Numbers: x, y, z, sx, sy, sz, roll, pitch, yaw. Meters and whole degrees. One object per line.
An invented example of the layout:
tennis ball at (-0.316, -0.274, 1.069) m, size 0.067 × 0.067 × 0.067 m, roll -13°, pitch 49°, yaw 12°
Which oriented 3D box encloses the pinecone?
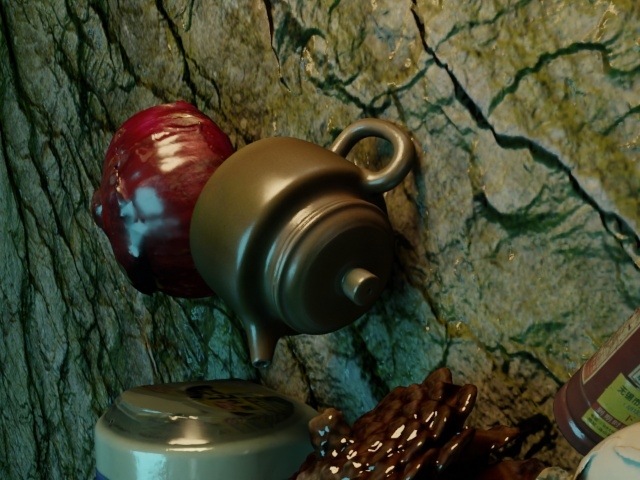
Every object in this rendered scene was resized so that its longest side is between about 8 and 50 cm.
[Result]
pinecone at (0.081, 0.270, 0.816) m, size 0.242 × 0.298 × 0.295 m, roll -8°, pitch 100°, yaw 17°

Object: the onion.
onion at (-0.180, -0.043, 1.204) m, size 0.246 × 0.190 × 0.246 m, roll 172°, pitch 90°, yaw -75°

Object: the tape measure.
tape measure at (-0.126, 0.246, 1.139) m, size 0.259 × 0.262 × 0.138 m, roll 5°, pitch 91°, yaw 55°

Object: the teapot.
teapot at (0.000, 0.000, 0.958) m, size 0.175 × 0.186 × 0.267 m, roll 35°, pitch 90°, yaw 42°

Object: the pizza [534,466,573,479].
pizza at (0.172, 0.237, 0.647) m, size 0.131 × 0.041 × 0.178 m, roll 168°, pitch 91°, yaw -72°

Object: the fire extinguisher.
fire extinguisher at (0.246, 0.048, 0.682) m, size 0.106 × 0.075 × 0.252 m, roll 60°, pitch 141°, yaw 30°

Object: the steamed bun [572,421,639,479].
steamed bun at (0.264, 0.222, 0.642) m, size 0.228 × 0.131 × 0.177 m, roll 71°, pitch 156°, yaw 15°
